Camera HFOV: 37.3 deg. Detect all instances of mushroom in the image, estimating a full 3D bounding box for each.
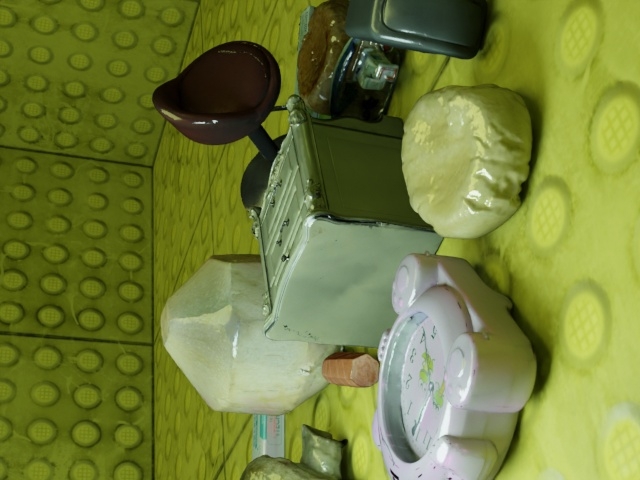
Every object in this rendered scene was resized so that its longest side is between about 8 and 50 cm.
[{"bbox_3d":[-0.043,0.495,1.691,0.217,0.212,0.292,-131,57,-76],"label":"mushroom"}]

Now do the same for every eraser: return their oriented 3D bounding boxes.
[{"bbox_3d":[-0.119,0.429,2.142,0.095,0.052,0.225,137,138,-59],"label":"eraser"}]

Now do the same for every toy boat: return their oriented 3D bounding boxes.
[{"bbox_3d":[0.083,-0.276,1.703,0.115,0.114,0.262,-111,32,-46],"label":"toy boat"}]

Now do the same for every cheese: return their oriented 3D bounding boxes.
[{"bbox_3d":[0.199,-0.108,1.302,0.226,0.117,0.214,-168,79,-67],"label":"cheese"}]

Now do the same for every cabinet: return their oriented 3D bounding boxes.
[{"bbox_3d":[0.024,-0.033,1.612,0.318,0.227,0.290,-102,26,-45],"label":"cabinet"}]

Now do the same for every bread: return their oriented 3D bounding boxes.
[{"bbox_3d":[0.038,-0.359,1.852,0.230,0.123,0.230,-170,90,-71],"label":"bread"}]

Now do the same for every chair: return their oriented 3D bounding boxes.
[{"bbox_3d":[-0.130,-0.211,1.785,0.401,0.226,0.227,49,-148,-56],"label":"chair"}]

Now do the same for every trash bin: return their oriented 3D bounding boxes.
[{"bbox_3d":[0.144,-0.339,1.452,0.236,0.176,0.101,-140,58,-73],"label":"trash bin"}]

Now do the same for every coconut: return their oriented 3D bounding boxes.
[{"bbox_3d":[-0.143,0.181,1.859,0.352,0.352,0.353,-173,90,-72],"label":"coconut"}]

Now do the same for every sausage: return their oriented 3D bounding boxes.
[{"bbox_3d":[0.047,0.232,1.707,0.169,0.065,0.065,164,112,-68],"label":"sausage"}]

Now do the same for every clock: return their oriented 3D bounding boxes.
[{"bbox_3d":[0.164,0.209,1.290,0.295,0.113,0.322,-118,38,-59],"label":"clock"}]

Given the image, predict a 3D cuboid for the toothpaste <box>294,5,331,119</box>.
[{"bbox_3d":[-0.012,-0.335,2.053,0.067,0.081,0.337,167,109,-71],"label":"toothpaste"}]
